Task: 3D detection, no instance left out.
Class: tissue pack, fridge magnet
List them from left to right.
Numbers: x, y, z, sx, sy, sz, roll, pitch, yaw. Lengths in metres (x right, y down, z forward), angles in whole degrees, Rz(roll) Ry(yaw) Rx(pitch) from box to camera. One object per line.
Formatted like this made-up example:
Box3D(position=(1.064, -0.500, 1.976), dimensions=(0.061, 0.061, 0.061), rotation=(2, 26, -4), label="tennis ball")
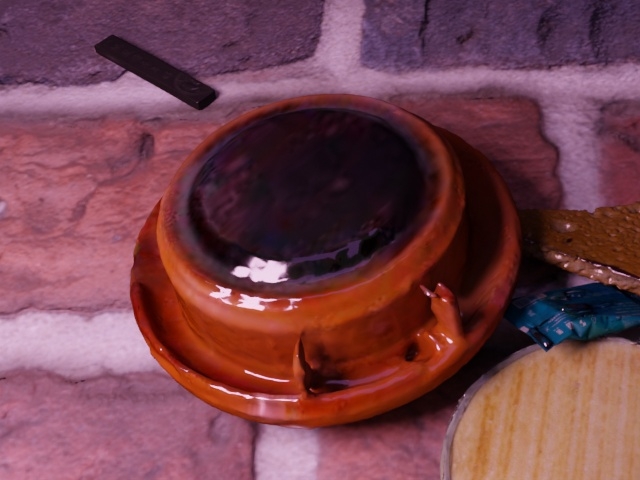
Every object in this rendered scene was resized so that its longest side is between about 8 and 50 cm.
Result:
Box3D(position=(0.000, 0.000, 0.950), dimensions=(0.363, 0.155, 0.364), rotation=(-7, 48, 7), label="fridge magnet")
Box3D(position=(0.231, 0.059, 0.911), dimensions=(0.138, 0.028, 0.085), rotation=(-7, 23, -23), label="tissue pack")

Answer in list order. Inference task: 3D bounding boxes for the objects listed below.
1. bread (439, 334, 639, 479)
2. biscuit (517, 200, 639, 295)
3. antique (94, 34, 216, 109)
Box3D(position=(0.227, 0.187, 0.827), dimensions=(0.266, 0.040, 0.267), rotation=(-5, 48, 6), label="bread")
Box3D(position=(0.292, 0.006, 0.962), dimensions=(0.236, 0.026, 0.131), rotation=(20, 36, 31), label="biscuit")
Box3D(position=(-0.200, -0.204, 1.257), dimensions=(0.192, 0.015, 0.031), rotation=(31, 60, 30), label="antique")
